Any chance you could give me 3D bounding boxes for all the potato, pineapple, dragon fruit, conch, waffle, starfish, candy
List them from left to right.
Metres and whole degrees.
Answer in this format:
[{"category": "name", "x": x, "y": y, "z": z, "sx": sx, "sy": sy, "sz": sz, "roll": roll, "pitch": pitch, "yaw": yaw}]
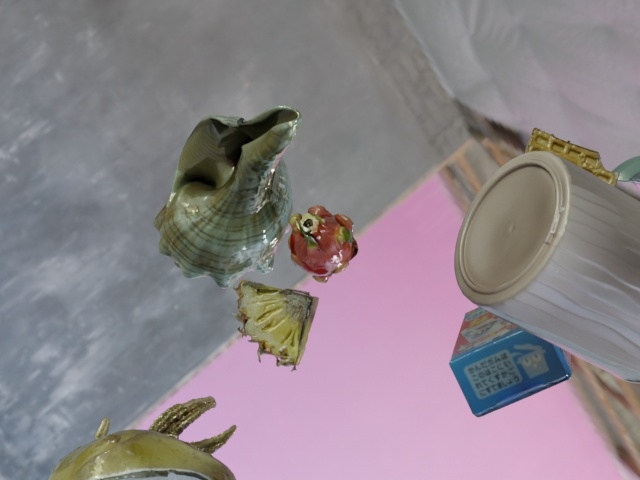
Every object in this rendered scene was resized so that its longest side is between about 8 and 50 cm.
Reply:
[{"category": "potato", "x": -0.262, "y": 0.354, "z": 1.503, "sx": 0.246, "sy": 0.299, "sz": 0.196, "roll": 40, "pitch": 21, "yaw": -29}, {"category": "starfish", "x": -0.285, "y": 0.380, "z": 1.765, "sx": 0.060, "sy": 0.302, "sz": 0.299, "roll": 31, "pitch": 12, "yaw": 38}, {"category": "conch", "x": -0.104, "y": -0.066, "z": 1.383, "sx": 0.169, "sy": 0.386, "sz": 0.203, "roll": -16, "pitch": 68, "yaw": -49}, {"category": "pineapple", "x": -0.092, "y": 0.173, "z": 2.434, "sx": 0.236, "sy": 0.186, "sz": 0.114, "roll": 54, "pitch": 5, "yaw": 4}, {"category": "dragon fruit", "x": 0.001, "y": 0.000, "z": 1.279, "sx": 0.086, "sy": 0.081, "sz": 0.116, "roll": 31, "pitch": -11, "yaw": 10}, {"category": "candy", "x": 0.300, "y": 0.160, "z": 1.684, "sx": 0.100, "sy": 0.157, "sz": 0.306, "roll": 63, "pitch": 16, "yaw": -3}, {"category": "waffle", "x": 0.339, "y": -0.090, "z": 1.475, "sx": 0.135, "sy": 0.092, "sz": 0.021, "roll": 20, "pitch": -11, "yaw": -2}]

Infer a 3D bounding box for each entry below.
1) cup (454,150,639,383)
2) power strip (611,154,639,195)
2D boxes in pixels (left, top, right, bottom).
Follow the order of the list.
[{"category": "cup", "x": 0.318, "y": 0.019, "z": 1.337, "sx": 0.273, "sy": 0.208, "sz": 0.288, "roll": 25, "pitch": 22, "yaw": -26}, {"category": "power strip", "x": 0.512, "y": -0.040, "z": 1.659, "sx": 0.044, "sy": 0.137, "sz": 0.216, "roll": 41, "pitch": -25, "yaw": 53}]
